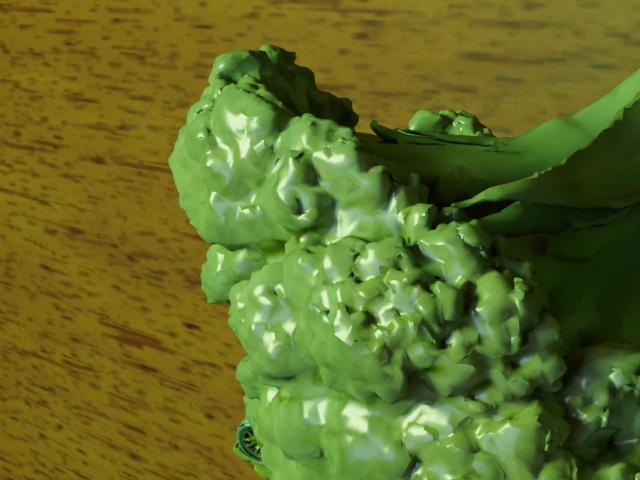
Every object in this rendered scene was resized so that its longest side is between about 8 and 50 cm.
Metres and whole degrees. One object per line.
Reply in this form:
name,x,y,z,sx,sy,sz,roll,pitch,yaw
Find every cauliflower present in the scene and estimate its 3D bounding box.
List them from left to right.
cauliflower,0.086,0.030,0.611,0.260,0.281,0.327,-2,128,52

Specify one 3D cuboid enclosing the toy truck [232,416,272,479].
toy truck,0.038,0.095,0.788,0.100,0.077,0.169,48,128,-9
